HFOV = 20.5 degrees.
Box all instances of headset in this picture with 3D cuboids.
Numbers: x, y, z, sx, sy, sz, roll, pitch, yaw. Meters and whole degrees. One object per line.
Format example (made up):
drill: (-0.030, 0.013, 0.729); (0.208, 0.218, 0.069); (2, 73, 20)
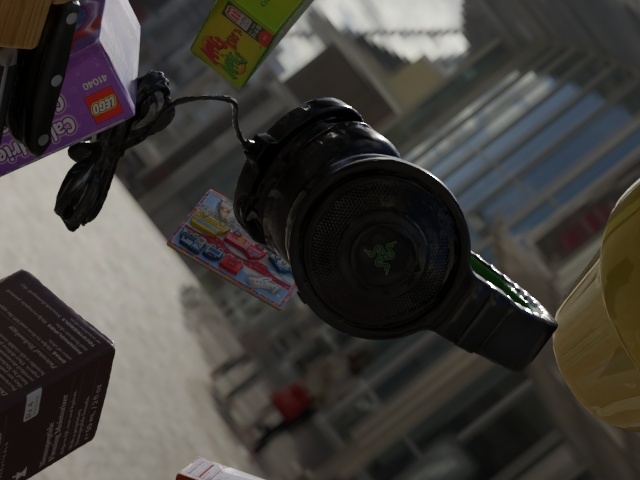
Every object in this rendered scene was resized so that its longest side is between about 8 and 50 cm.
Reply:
headset: (0.000, 0.000, 1.329); (0.394, 0.185, 0.243); (33, 6, -30)

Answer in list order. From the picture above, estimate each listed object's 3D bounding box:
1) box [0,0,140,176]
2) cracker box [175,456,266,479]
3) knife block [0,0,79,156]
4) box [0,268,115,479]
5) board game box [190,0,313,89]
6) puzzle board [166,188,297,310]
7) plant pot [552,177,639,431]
box: (-0.228, -0.104, 1.243); (0.293, 0.201, 0.057); (-104, 169, -71)
cracker box: (-0.052, 0.338, 1.827); (0.232, 0.156, 0.067); (18, 15, 14)
knife block: (-0.177, -0.138, 0.718); (0.088, 0.242, 0.276); (40, -16, 37)
box: (-0.376, 0.172, 2.059); (0.167, 0.203, 0.168); (37, -47, 22)
board game box: (-0.006, -0.189, 1.133); (0.043, 0.181, 0.092); (38, -24, -2)
puzzle board: (-0.073, 0.006, 1.715); (0.128, 0.096, 0.011); (30, -47, 4)
plant pot: (0.338, 0.064, 1.595); (0.254, 0.254, 0.239); (52, -33, 5)
